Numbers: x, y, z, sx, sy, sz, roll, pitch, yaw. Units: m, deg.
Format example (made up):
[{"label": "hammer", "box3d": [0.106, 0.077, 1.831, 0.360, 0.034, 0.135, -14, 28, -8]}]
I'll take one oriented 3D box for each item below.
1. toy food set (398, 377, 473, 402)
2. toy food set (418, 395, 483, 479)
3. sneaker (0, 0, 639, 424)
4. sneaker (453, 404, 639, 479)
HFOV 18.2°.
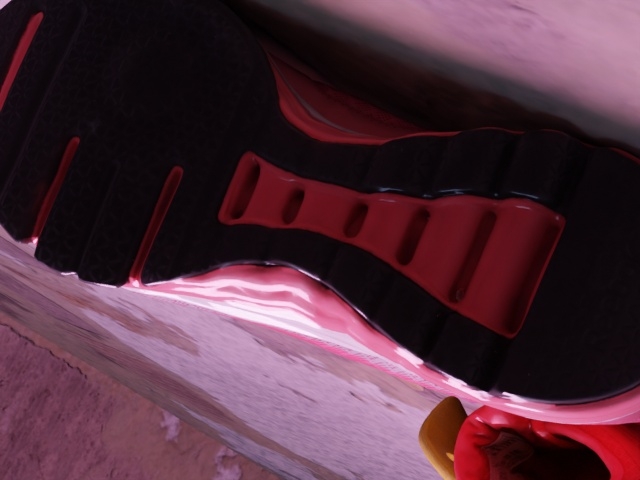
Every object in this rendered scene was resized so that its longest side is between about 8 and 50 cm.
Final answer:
[{"label": "toy food set", "box3d": [0.092, 0.079, 1.162, 0.122, 0.019, 0.078, 10, 161, 39]}, {"label": "toy food set", "box3d": [0.165, 0.154, 1.232, 0.218, 0.071, 0.128, 33, -167, -17]}, {"label": "sneaker", "box3d": [0.000, 0.001, 0.741, 0.314, 0.116, 0.136, 23, 170, 24]}, {"label": "sneaker", "box3d": [0.109, 0.090, 0.786, 0.118, 0.107, 0.279, 23, -172, -6]}]
